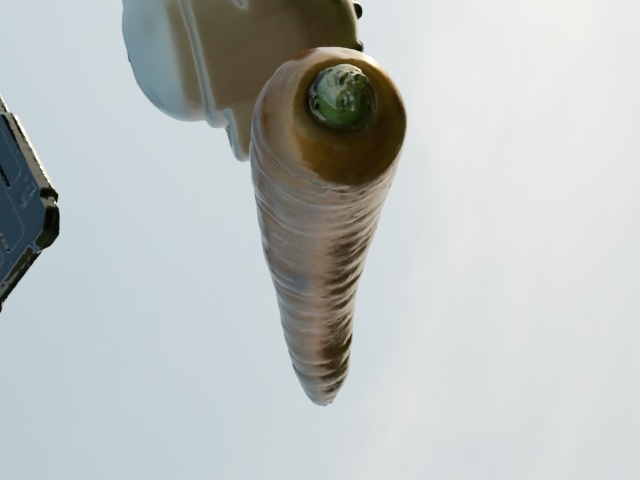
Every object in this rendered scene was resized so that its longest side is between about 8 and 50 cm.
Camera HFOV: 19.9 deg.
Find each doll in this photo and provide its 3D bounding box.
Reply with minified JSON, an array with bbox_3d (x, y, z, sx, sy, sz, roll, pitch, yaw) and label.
[{"bbox_3d":[-0.053,-0.178,0.887,0.154,0.119,0.278,-155,52,-83],"label":"doll"}]

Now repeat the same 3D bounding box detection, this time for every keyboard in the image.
[{"bbox_3d":[-0.238,-0.063,1.209,0.016,0.262,0.106,17,-60,-43],"label":"keyboard"}]

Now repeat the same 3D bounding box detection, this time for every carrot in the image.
[{"bbox_3d":[0.000,0.000,0.781,0.256,0.061,0.061,94,-164,-59],"label":"carrot"}]
